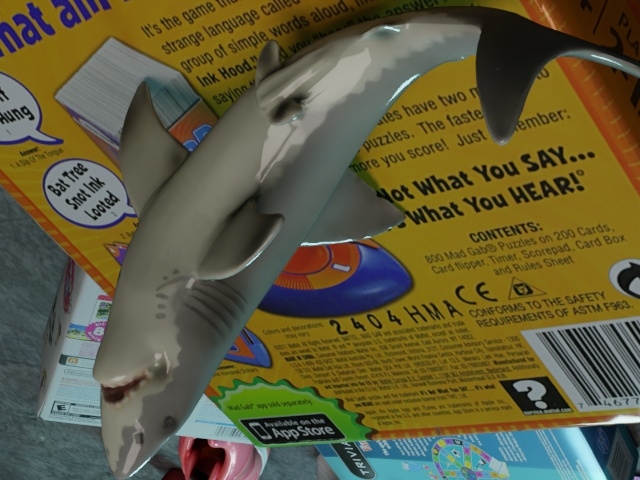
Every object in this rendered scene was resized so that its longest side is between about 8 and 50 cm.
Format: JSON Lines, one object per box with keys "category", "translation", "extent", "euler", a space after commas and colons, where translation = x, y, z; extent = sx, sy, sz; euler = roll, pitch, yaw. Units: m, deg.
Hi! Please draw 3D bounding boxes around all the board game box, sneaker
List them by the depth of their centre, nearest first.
{"category": "board game box", "translation": [0.055, -0.136, 0.677], "extent": [0.357, 0.356, 0.356], "euler": [-12, 129, 40]}
{"category": "board game box", "translation": [-0.121, 0.063, 1.076], "extent": [0.224, 0.097, 0.303], "euler": [9, 140, -18]}
{"category": "board game box", "translation": [0.127, 0.170, 1.232], "extent": [0.336, 0.079, 0.253], "euler": [-3, 134, 34]}
{"category": "sneaker", "translation": [-0.135, 0.256, 1.447], "extent": [0.116, 0.136, 0.313], "euler": [21, 143, 9]}

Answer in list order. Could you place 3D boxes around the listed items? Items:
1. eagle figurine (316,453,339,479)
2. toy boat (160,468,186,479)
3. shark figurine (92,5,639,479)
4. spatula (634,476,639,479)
{"category": "eagle figurine", "translation": [0.100, 0.407, 1.484], "extent": [0.298, 0.225, 0.226], "euler": [15, -162, -36]}
{"category": "toy boat", "translation": [-0.128, 0.466, 1.685], "extent": [0.318, 0.148, 0.267], "euler": [36, 143, -13]}
{"category": "shark figurine", "translation": [0.014, -0.028, 0.482], "extent": [0.116, 0.166, 0.278], "euler": [23, 133, -38]}
{"category": "spatula", "translation": [0.233, 0.292, 1.305], "extent": [0.297, 0.030, 0.084], "euler": [-7, 135, 6]}
